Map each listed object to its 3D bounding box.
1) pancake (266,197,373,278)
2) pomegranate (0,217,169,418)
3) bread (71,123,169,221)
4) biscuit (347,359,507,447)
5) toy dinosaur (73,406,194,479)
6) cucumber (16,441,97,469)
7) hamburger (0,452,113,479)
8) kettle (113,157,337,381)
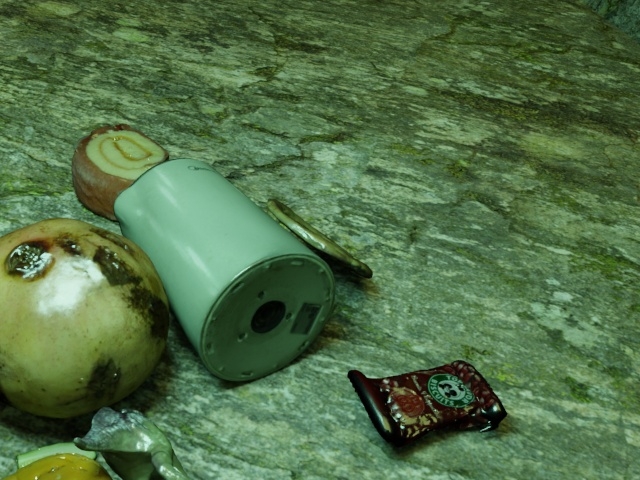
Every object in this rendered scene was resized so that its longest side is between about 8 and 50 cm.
[{"bbox_3d":[0.000,0.001,1.368,0.250,0.031,0.250,35,2,-2],"label":"pancake"},{"bbox_3d":[-0.390,0.116,1.092,0.321,0.322,0.322,4,38,-3],"label":"pomegranate"},{"bbox_3d":[-0.414,-0.136,1.532,0.244,0.123,0.190,32,46,30],"label":"bread"},{"bbox_3d":[0.173,0.257,1.160,0.235,0.063,0.151,-6,40,-20],"label":"biscuit"},{"bbox_3d":[-0.231,0.284,0.941,0.162,0.294,0.077,43,72,10],"label":"toy dinosaur"},{"bbox_3d":[-0.371,0.322,1.019,0.107,0.035,0.067,-9,29,-27],"label":"cucumber"},{"bbox_3d":[-0.330,0.370,0.845,0.244,0.163,0.245,-3,41,2],"label":"hamburger"},{"bbox_3d":[-0.141,0.032,1.294,0.360,0.250,0.376,1,30,-42],"label":"kettle"}]
